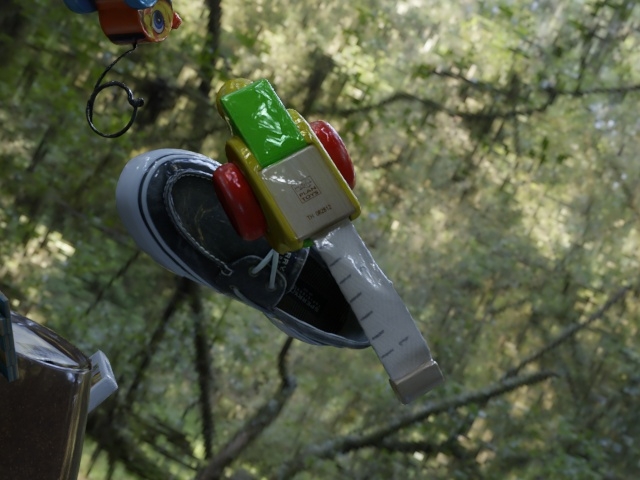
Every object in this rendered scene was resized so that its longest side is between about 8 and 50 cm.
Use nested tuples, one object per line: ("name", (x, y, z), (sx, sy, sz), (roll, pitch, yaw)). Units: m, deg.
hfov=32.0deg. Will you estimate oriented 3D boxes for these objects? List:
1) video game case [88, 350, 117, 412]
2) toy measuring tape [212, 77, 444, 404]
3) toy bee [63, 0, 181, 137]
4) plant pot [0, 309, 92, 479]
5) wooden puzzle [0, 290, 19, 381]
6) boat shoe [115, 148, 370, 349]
("video game case", (-0.368, 0.242, 1.479), (0.026, 0.227, 0.206), (52, -9, -11))
("toy measuring tape", (0.000, 0.000, 0.914), (0.330, 0.121, 0.121), (58, 10, 24))
("toy bee", (-0.226, -0.286, 1.271), (0.195, 0.298, 0.162), (21, 17, 16))
("plant pot", (-0.238, 0.157, 0.684), (0.215, 0.230, 0.215), (28, 1, -1))
("wooden puzzle", (-0.161, 0.037, 0.538), (0.006, 0.083, 0.049), (-24, 44, -33))
("boat shoe", (-0.054, 0.010, 1.129), (0.119, 0.121, 0.335), (7, -21, 47))
